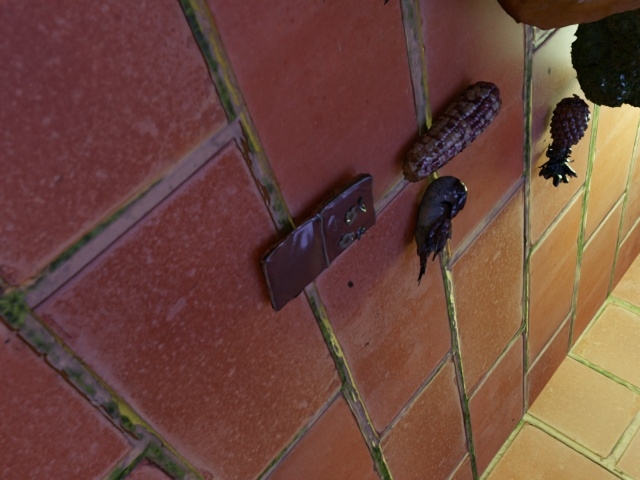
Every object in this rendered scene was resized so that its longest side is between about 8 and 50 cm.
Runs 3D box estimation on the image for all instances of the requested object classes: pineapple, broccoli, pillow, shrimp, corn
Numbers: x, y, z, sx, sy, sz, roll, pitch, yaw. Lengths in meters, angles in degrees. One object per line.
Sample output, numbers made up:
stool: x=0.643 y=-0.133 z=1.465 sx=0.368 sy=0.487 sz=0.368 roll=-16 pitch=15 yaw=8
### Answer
pineapple: x=0.566 y=-0.233 z=1.476 sx=0.083 sy=0.103 sz=0.221 roll=-6 pitch=126 yaw=-11
broccoli: x=0.706 y=-0.430 z=1.340 sx=0.321 sy=0.310 sz=0.413 roll=-50 pitch=176 yaw=-40
pillow: x=0.000 y=0.000 z=0.967 sx=0.232 sy=0.043 sz=0.126 roll=-42 pitch=142 yaw=-24
shrimp: x=0.212 y=-0.015 z=1.200 sx=0.090 sy=0.079 sz=0.233 roll=-77 pitch=180 yaw=-64
corn: x=0.225 y=-0.187 z=1.097 sx=0.237 sy=0.079 sz=0.079 roll=-42 pitch=141 yaw=-20

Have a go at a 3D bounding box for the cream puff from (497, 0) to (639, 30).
cream puff: x=0.397 y=-0.465 z=0.925 sx=0.343 sy=0.327 sz=0.231 roll=-6 pitch=81 yaw=-25

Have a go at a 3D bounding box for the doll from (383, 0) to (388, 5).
doll: x=0.117 y=-0.400 z=0.784 sx=0.149 sy=0.095 sz=0.192 roll=-47 pitch=147 yaw=-50
